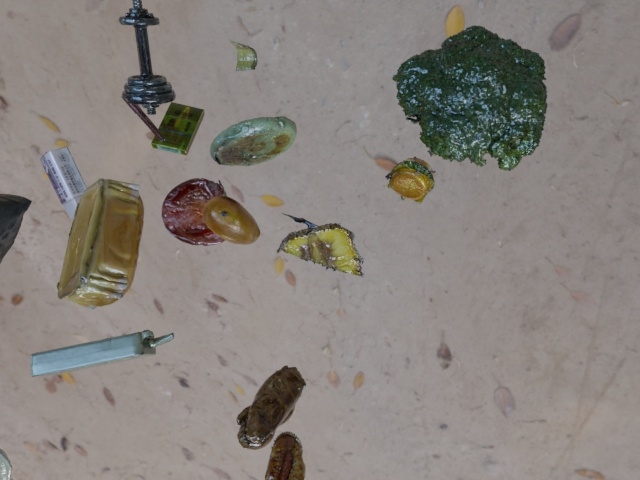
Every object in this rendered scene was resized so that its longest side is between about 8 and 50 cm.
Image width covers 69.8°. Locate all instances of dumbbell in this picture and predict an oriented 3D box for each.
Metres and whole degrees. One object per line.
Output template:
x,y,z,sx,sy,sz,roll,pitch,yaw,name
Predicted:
-0.361,-0.386,0.937,0.110,0.110,0.255,11,119,14,dumbbell

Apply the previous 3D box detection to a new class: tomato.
-0.488,-0.098,1.894,0.308,0.170,0.309,1,81,-8,tomato

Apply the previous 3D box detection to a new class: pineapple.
0.002,-0.005,1.548,0.334,0.161,0.158,13,109,-15,pineapple

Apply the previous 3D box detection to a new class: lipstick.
-0.547,-0.380,1.427,0.027,0.027,0.176,-21,122,28,lipstick

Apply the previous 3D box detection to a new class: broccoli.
0.311,-0.284,0.982,0.303,0.321,0.283,-3,157,4,broccoli

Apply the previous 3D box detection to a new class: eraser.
-0.813,-0.182,1.479,0.124,0.068,0.210,-10,106,45,eraser

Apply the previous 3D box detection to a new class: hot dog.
-0.083,0.550,1.078,0.099,0.192,0.053,24,141,-24,hot dog

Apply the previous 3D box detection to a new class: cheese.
-0.204,-0.493,1.208,0.060,0.041,0.084,10,140,30,cheese

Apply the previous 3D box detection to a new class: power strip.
-0.456,0.237,0.981,0.287,0.093,0.053,-11,76,0,power strip

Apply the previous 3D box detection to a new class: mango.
-0.201,-0.039,1.065,0.089,0.115,0.165,-51,130,-6,mango

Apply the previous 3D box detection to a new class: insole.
-0.418,0.297,0.575,0.063,0.010,0.192,1,137,-23,insole

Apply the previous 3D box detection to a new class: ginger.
-0.092,0.288,0.776,0.073,0.162,0.103,31,124,14,ginger

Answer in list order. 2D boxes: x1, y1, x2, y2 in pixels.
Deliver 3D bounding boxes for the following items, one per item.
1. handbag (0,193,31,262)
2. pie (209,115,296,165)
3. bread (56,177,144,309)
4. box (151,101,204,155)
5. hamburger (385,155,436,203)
-0.359,-0.024,0.382,0.175,0.089,0.270,33,156,-34,handbag
-0.177,-0.259,1.218,0.240,0.240,0.054,-25,78,29,pie
-0.425,0.005,0.902,0.136,0.241,0.107,-18,151,36,bread
-0.486,-0.386,1.576,0.121,0.193,0.030,13,152,0,box
0.319,-0.215,1.597,0.164,0.093,0.189,33,147,-5,hamburger
